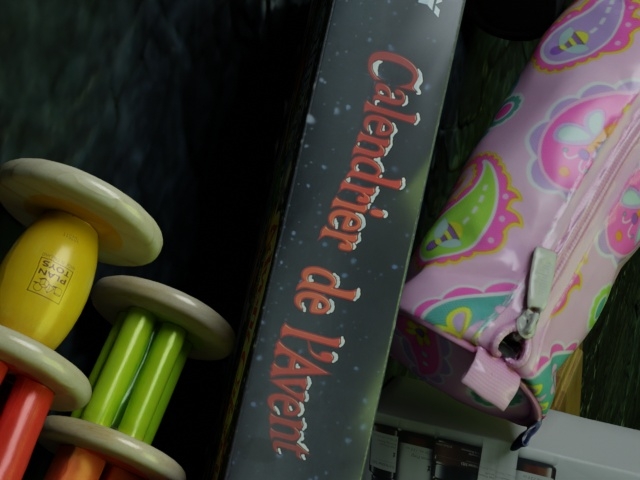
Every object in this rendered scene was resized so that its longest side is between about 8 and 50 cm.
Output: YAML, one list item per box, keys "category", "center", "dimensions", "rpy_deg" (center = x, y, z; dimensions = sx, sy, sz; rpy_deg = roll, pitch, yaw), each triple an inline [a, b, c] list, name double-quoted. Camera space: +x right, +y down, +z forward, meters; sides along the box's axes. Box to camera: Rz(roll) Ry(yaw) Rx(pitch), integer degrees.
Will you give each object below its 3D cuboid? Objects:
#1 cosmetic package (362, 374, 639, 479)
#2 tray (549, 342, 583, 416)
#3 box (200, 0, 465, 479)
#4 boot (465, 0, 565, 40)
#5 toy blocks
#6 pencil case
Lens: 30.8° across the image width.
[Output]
- category: "cosmetic package"
  center: [0.142, 0.157, 0.677]
  dimensions: [0.060, 0.239, 0.099]
  rpy_deg: [-36, 132, -60]
- category: "tray"
  center: [0.164, 0.285, 1.003]
  dimensions: [0.203, 0.076, 0.411]
  rpy_deg: [-53, 145, -47]
- category: "box"
  center: [0.000, 0.000, 0.439]
  dimensions: [0.159, 0.044, 0.233]
  rpy_deg: [143, -40, -82]
- category: "boot"
  center: [0.155, -0.304, 0.695]
  dimensions: [0.264, 0.096, 0.281]
  rpy_deg: [69, 37, -51]
- category: "toy blocks"
  center: [-0.085, 0.069, 0.340]
  dimensions: [0.123, 0.054, 0.148]
  rpy_deg: [63, 43, -55]
- category: "pencil case"
  center: [0.142, -0.031, 0.662]
  dimensions: [0.284, 0.124, 0.124]
  rpy_deg: [-55, 151, -14]
